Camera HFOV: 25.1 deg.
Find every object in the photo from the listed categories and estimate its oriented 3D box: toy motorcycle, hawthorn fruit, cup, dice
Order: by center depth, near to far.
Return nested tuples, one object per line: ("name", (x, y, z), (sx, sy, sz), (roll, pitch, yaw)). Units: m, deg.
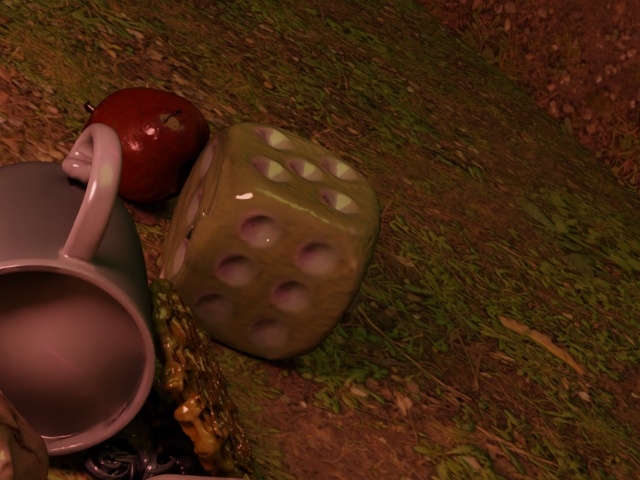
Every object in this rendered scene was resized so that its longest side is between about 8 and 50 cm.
("cup", (-0.303, 0.022, 1.613), (0.259, 0.356, 0.274), (18, 26, -20))
("toy motorcycle", (-0.200, 0.235, 1.685), (0.124, 0.061, 0.193), (27, 29, -5))
("dice", (-0.077, -0.002, 2.044), (0.254, 0.252, 0.250), (24, 25, -14))
("hawthorn fruit", (-0.274, -0.155, 2.186), (0.202, 0.185, 0.185), (32, 24, 9))

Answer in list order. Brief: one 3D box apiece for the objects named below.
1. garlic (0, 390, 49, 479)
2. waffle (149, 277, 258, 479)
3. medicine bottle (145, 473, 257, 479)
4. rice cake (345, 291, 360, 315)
("garlic", (-0.357, 0.190, 1.410), (0.218, 0.212, 0.218), (24, 33, -17))
("waffle", (-0.144, 0.179, 1.722), (0.291, 0.051, 0.291), (-24, 90, -89))
("medicine bottle", (-0.069, 0.330, 1.583), (0.341, 0.130, 0.130), (13, 31, -35))
("rice cake", (0.000, 0.000, 2.364), (0.073, 0.056, 0.365), (22, 27, -26))
